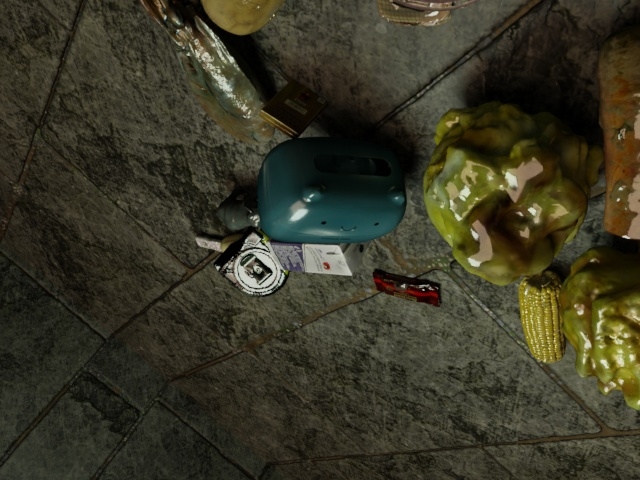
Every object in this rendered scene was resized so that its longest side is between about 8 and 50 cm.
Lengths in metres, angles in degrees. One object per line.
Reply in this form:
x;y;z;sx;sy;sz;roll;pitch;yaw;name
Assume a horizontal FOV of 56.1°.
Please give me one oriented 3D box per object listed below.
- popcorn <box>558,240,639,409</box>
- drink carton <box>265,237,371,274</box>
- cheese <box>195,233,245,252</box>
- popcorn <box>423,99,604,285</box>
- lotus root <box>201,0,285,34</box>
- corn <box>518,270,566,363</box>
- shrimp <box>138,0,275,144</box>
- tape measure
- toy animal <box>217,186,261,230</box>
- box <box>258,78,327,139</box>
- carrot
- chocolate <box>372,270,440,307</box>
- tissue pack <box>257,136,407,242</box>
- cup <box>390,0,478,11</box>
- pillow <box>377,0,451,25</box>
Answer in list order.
0.581;0.134;1.037;0.326;0.290;0.321;25;149;46;popcorn
0.000;0.001;1.459;0.222;0.134;0.102;3;132;35;drink carton
-0.267;0.021;1.759;0.255;0.050;0.127;12;138;28;cheese
0.320;-0.088;1.004;0.312;0.312;0.312;21;141;18;popcorn
-0.103;-0.482;0.976;0.151;0.169;0.343;7;154;-23;lotus root
0.482;0.166;1.300;0.093;0.093;0.244;8;135;32;corn
-0.224;-0.354;1.226;0.221;0.110;0.445;26;160;30;shrimp
-0.165;0.060;1.627;0.186;0.112;0.199;41;106;-14;tape measure
-0.155;-0.079;1.493;0.269;0.137;0.082;5;132;45;toy animal
-0.054;-0.264;1.207;0.090;0.133;0.023;33;140;0;box
0.469;-0.158;0.862;0.139;0.139;0.301;6;113;33;carrot
0.215;0.124;1.517;0.182;0.028;0.086;12;141;25;chocolate
0.029;-0.101;1.195;0.287;0.198;0.206;3;159;-25;tissue pack
0.170;-0.447;0.715;0.253;0.274;0.253;22;141;20;cup
0.140;-0.439;0.948;0.135;0.034;0.211;10;138;28;pillow
